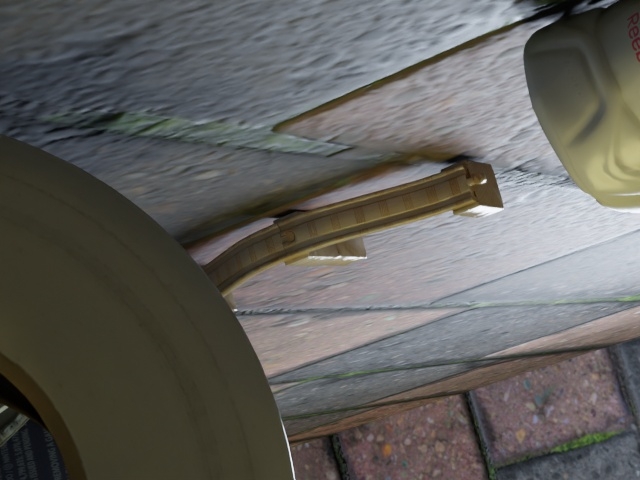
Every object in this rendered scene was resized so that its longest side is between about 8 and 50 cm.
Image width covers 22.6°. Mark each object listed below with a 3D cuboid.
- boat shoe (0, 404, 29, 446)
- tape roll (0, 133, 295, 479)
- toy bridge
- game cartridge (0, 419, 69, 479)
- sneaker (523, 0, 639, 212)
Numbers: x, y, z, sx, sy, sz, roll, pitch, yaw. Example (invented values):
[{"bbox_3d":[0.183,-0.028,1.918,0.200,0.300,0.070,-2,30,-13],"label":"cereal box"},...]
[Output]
[{"bbox_3d":[-0.224,0.133,0.664,0.335,0.119,0.121,-36,-159,-2],"label":"boat shoe"},{"bbox_3d":[-0.133,0.098,0.502,0.246,0.246,0.169,-14,170,-8],"label":"tape roll"},{"bbox_3d":[0.000,0.000,0.799,0.188,0.026,0.063,-22,167,29],"label":"toy bridge"},{"bbox_3d":[-0.119,0.137,0.772,0.198,0.062,0.297,-17,-147,-8],"label":"game cartridge"},{"bbox_3d":[0.186,-0.059,0.599,0.232,0.090,0.115,-6,163,-47],"label":"sneaker"}]
